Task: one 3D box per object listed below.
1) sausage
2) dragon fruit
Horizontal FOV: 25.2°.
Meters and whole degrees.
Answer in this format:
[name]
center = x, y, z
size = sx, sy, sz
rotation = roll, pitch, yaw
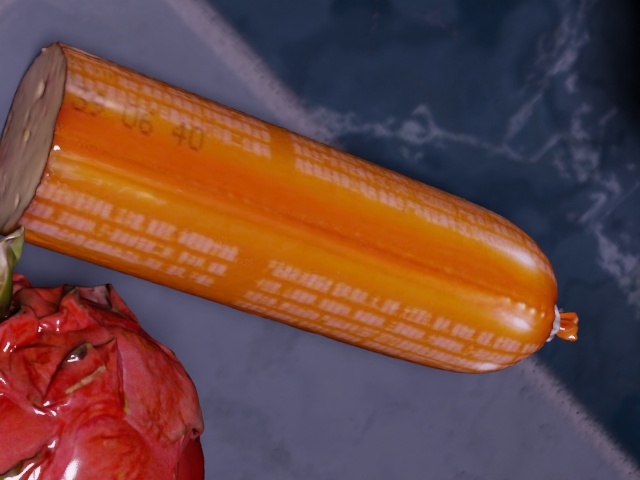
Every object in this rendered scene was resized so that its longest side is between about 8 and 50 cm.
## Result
[sausage]
center = 0.000, 0.000, 0.700
size = 0.312, 0.093, 0.093
rotation = 19, 103, -26
[dragon fruit]
center = -0.134, 0.099, 0.644
size = 0.172, 0.172, 0.210
rotation = -11, 140, -15
